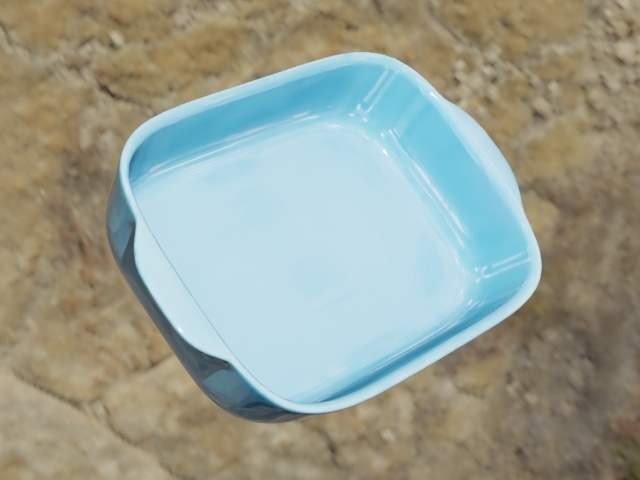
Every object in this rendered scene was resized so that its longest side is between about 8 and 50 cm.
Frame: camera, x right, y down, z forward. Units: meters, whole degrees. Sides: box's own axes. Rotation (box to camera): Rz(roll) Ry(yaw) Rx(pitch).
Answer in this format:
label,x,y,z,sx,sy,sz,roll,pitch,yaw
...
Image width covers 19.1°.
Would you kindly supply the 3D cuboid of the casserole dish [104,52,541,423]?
label,x,y,z,sx,sy,sz,roll,pitch,yaw
casserole dish,0.000,0.000,0.648,0.188,0.114,0.037,-25,167,-49
